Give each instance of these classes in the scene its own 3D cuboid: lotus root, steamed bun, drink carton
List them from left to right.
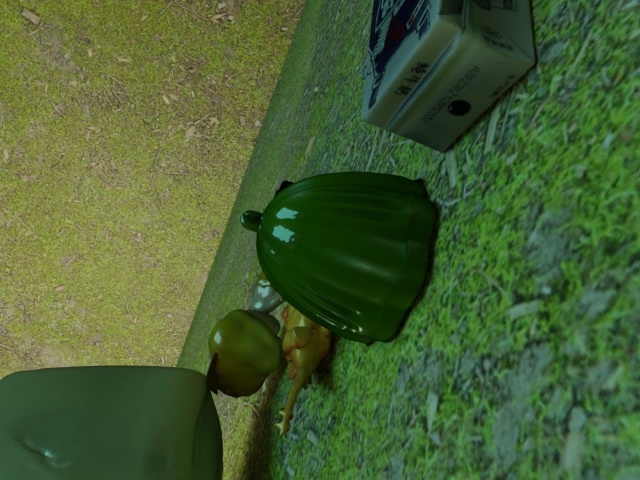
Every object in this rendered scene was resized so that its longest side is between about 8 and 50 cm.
[{"bbox_3d":[-0.327,0.404,0.712,0.290,0.372,0.455,118,152,-72],"label":"steamed bun"},{"bbox_3d":[0.000,0.000,0.526,0.186,0.186,0.186,-162,90,-75],"label":"lotus root"},{"bbox_3d":[0.118,-0.215,0.496,0.134,0.102,0.222,136,147,-55],"label":"drink carton"}]

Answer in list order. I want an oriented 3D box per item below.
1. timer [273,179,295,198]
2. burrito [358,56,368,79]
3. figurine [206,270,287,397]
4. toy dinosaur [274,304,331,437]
[{"bbox_3d":[-0.066,-0.026,1.004,0.187,0.055,0.144,-114,43,-62],"label":"timer"},{"bbox_3d":[0.116,-0.282,0.644,0.064,0.064,0.203,-92,27,-51],"label":"burrito"},{"bbox_3d":[-0.106,0.138,0.847,0.156,0.131,0.246,2,62,39],"label":"figurine"},{"bbox_3d":[-0.019,0.118,0.652,0.117,0.071,0.288,110,173,-51],"label":"toy dinosaur"}]
